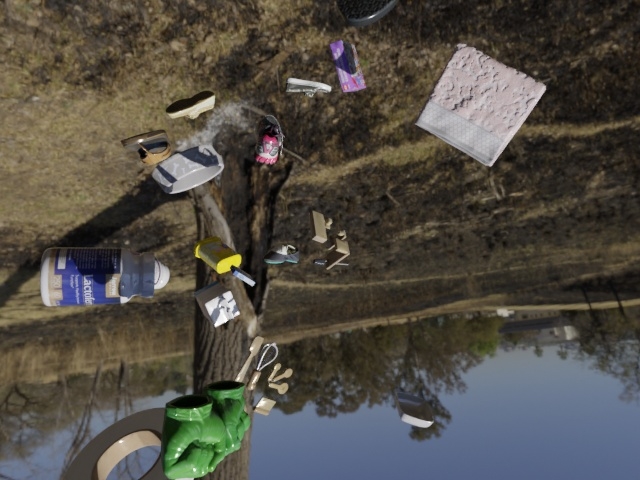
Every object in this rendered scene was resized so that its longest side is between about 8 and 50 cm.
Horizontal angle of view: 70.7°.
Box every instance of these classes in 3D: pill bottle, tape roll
[{"bbox_3d":[-0.780,0.134,1.910,0.170,0.169,0.301,-10,168,13],"label":"pill bottle"},{"bbox_3d":[-0.542,0.655,1.306,0.393,0.071,0.392,-12,-156,6],"label":"tape roll"},{"bbox_3d":[-0.585,0.094,1.206,0.265,0.153,0.153,0,165,-22],"label":"pill bottle"}]

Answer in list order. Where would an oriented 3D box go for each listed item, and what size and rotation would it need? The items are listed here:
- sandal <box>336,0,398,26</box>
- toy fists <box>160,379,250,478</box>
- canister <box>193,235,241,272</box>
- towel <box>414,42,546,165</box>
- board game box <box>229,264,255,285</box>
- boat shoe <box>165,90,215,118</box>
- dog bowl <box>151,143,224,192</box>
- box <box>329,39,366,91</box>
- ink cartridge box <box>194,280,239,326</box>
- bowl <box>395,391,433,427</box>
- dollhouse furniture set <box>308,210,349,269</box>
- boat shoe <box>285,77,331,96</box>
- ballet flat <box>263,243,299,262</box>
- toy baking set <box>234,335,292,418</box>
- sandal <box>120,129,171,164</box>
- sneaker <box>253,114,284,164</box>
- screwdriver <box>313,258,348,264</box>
[{"bbox_3d":[0.138,-0.713,1.230,0.168,0.445,0.107,-1,150,11],"label":"sandal"},{"bbox_3d":[-0.221,0.378,0.905,0.096,0.142,0.279,3,175,13],"label":"toy fists"},{"bbox_3d":[-0.429,0.059,1.883,0.126,0.073,0.170,-22,-138,-41],"label":"canister"},{"bbox_3d":[0.544,-0.472,1.575,0.332,0.316,0.053,32,-161,9],"label":"towel"},{"bbox_3d":[-0.295,0.130,1.704,0.090,0.020,0.090,36,179,-24],"label":"board game box"},{"bbox_3d":[-0.315,-0.325,1.111,0.135,0.050,0.045,-34,147,-30],"label":"boat shoe"},{"bbox_3d":[-0.623,-0.336,2.161,0.349,0.102,0.349,-27,180,0],"label":"dog bowl"},{"bbox_3d":[0.127,-0.769,2.006,0.057,0.200,0.293,-14,-166,19],"label":"box"},{"bbox_3d":[-0.334,0.206,1.462,0.090,0.092,0.143,-28,-157,-23],"label":"ink cartridge box"},{"bbox_3d":[0.358,0.666,1.759,0.142,0.053,0.142,21,-163,-7],"label":"bowl"},{"bbox_3d":[0.000,0.000,1.653,0.151,0.143,0.123,20,137,-35],"label":"dollhouse furniture set"},{"bbox_3d":[-0.060,-0.723,2.157,0.220,0.070,0.078,6,-169,-10],"label":"boat shoe"},{"bbox_3d":[-0.142,0.047,1.694,0.074,0.074,0.203,-14,171,29],"label":"ballet flat"},{"bbox_3d":[-0.182,0.396,1.297,0.197,0.256,0.030,-39,-145,-24],"label":"toy baking set"},{"bbox_3d":[-0.370,-0.193,0.994,0.090,0.060,0.219,-22,-178,-12],"label":"sandal"},{"bbox_3d":[-0.196,-0.422,1.795,0.121,0.299,0.111,10,130,-15],"label":"sneaker"},{"bbox_3d":[0.044,0.096,1.855,0.170,0.025,0.024,12,-178,-31],"label":"screwdriver"}]
